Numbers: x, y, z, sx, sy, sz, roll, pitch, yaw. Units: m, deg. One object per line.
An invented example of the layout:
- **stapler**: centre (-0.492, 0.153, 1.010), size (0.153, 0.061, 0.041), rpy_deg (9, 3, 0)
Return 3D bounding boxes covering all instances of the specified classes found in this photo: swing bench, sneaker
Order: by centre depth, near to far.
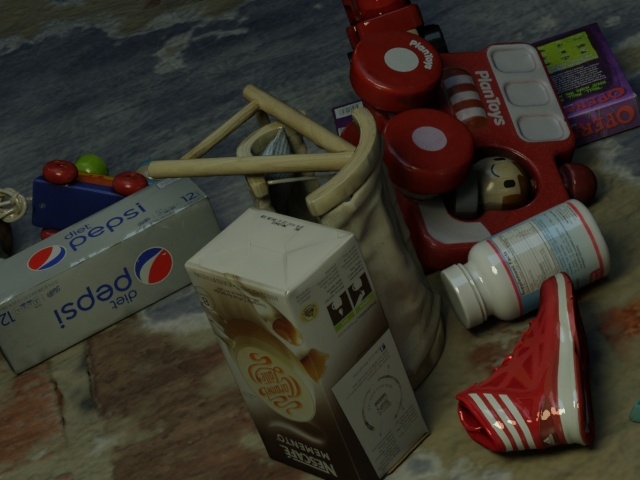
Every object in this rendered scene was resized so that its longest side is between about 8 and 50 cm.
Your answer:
- **sneaker**: centre (0.188, 0.114, 1.739), size (0.128, 0.087, 0.221), rpy_deg (-11, 31, 12)
- **swing bench**: centre (0.000, 0.000, 1.860), size (0.255, 0.253, 0.165), rpy_deg (14, 45, 42)

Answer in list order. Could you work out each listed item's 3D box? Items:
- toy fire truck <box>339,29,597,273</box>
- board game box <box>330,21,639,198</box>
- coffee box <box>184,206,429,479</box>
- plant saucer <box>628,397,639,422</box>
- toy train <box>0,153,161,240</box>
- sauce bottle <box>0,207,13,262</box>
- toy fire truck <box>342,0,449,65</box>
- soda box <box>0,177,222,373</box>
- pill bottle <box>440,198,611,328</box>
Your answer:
- **toy fire truck**: centre (0.164, -0.100, 1.998), size (0.254, 0.169, 0.302), rpy_deg (-6, 49, -13)
- **board game box**: centre (0.191, -0.147, 2.181), size (0.347, 0.056, 0.208), rpy_deg (-17, 27, 5)
- **coffee box**: centre (-0.010, 0.103, 1.711), size (0.141, 0.246, 0.098), rpy_deg (15, 47, 44)
- **plant saucer**: centre (0.370, 0.156, 1.634), size (0.192, 0.018, 0.067), rpy_deg (14, 45, 42)
- **toy train**: centre (-0.306, -0.064, 2.236), size (0.248, 0.105, 0.143), rpy_deg (10, 25, 8)
- **sauce bottle**: centre (-0.448, -0.018, 2.286), size (0.111, 0.111, 0.344), rpy_deg (-26, 33, -8)
- **toy fire truck**: centre (0.047, -0.308, 2.277), size (0.158, 0.246, 0.217), rpy_deg (-18, 6, 3)
- **soda box**: centre (-0.253, 0.034, 2.102), size (0.286, 0.098, 0.091), rpy_deg (-29, 33, -13)
- **pill bottle**: centre (0.207, 0.028, 1.859), size (0.160, 0.087, 0.087), rpy_deg (-25, 31, -6)
